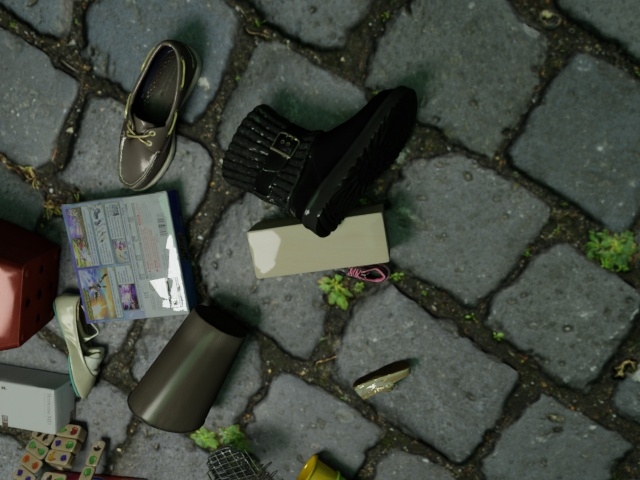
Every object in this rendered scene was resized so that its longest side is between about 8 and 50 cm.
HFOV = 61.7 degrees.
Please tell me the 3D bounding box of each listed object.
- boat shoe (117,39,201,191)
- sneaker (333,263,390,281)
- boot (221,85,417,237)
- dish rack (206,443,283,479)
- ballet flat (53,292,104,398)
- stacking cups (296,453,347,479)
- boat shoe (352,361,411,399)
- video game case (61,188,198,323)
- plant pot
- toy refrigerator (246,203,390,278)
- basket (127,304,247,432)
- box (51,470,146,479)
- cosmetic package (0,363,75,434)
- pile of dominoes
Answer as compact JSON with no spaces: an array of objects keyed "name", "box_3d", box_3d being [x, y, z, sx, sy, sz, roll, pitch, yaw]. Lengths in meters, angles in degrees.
[{"name":"boat shoe","box_3d":[-0.343,-0.247,1.084,0.117,0.097,0.324,28,103,2]},{"name":"sneaker","box_3d":[0.083,0.063,1.098,0.119,0.057,0.047,6,103,9]},{"name":"boot","box_3d":[-0.005,-0.199,1.028,0.260,0.131,0.348,35,78,26]},{"name":"dish rack","box_3d":[-0.135,0.561,1.178,0.271,0.074,0.208,55,134,3]},{"name":"ballet flat","box_3d":[-0.537,0.236,1.216,0.086,0.086,0.248,-10,98,10]},{"name":"stacking cups","box_3d":[0.090,0.605,1.177,0.316,0.096,0.096,36,103,1]},{"name":"boat shoe","box_3d":[0.136,0.299,1.140,0.135,0.050,0.045,-27,99,22]},{"name":"video game case","box_3d":[-0.411,0.036,1.165,0.244,0.061,0.269,-6,99,9]},{"name":"plant pot","box_3d":[-0.712,0.097,1.136,0.236,0.267,0.267,9,102,-6]},{"name":"toy refrigerator","box_3d":[0.000,0.000,1.083,0.270,0.094,0.102,-8,104,11]},{"name":"basket","box_3d":[-0.267,0.264,1.136,0.154,0.204,0.226,34,94,26]},{"name":"box","box_3d":[-0.552,0.642,1.264,0.257,0.128,0.122,1,100,9]},{"name":"cosmetic package","box_3d":[-0.706,0.369,1.261,0.231,0.085,0.117,6,102,9]},{"name":"pile of dominoes","box_3d":[-0.623,0.546,1.214,0.196,0.251,0.040,4,142,10]}]
